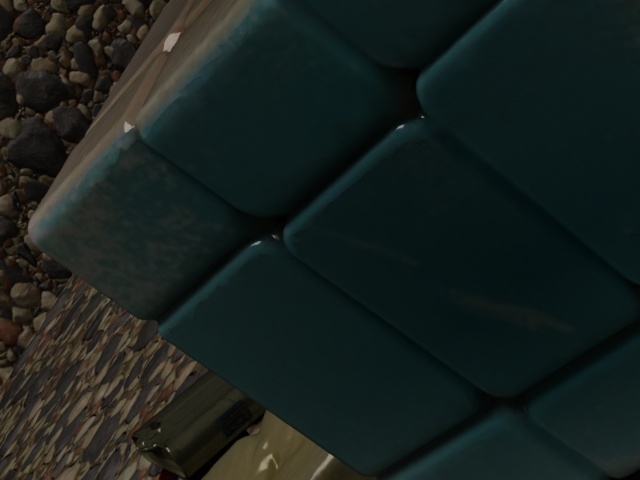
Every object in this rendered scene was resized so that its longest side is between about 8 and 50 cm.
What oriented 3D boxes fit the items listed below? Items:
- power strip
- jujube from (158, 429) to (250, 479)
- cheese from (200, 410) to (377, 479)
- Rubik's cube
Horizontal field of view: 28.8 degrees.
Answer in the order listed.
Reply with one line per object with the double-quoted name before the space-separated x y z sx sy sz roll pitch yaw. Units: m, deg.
"power strip" -0.043 0.103 1.058 0.268 0.034 0.092 -39 18 -24
"jujube" -0.099 0.197 1.072 0.077 0.077 0.129 -45 17 27
"cheese" 0.000 0.165 0.833 0.263 0.093 0.159 -48 20 13
"Rubik's cube" 0.093 -0.085 0.673 0.316 0.322 0.319 -39 20 37
